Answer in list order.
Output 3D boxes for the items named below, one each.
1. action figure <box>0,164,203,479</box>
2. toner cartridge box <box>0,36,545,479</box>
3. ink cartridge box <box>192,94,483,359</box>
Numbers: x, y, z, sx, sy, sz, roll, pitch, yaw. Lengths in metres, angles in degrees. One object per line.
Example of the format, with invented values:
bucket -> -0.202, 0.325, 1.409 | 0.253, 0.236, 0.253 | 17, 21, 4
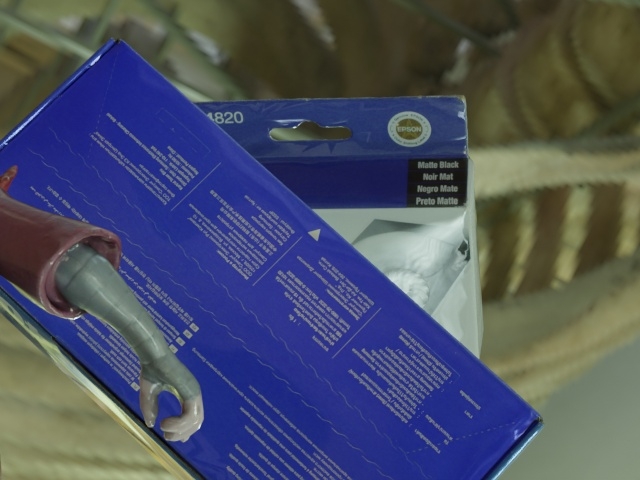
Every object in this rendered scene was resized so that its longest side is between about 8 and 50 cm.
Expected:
action figure -> -0.223, 0.057, 0.912 | 0.248, 0.276, 0.370 | -30, -149, 20
toner cartridge box -> -0.053, 0.055, 1.161 | 0.165, 0.348, 0.075 | -45, 170, -15
ink cartridge box -> 0.000, 0.000, 1.379 | 0.045, 0.223, 0.224 | -82, 167, -48
